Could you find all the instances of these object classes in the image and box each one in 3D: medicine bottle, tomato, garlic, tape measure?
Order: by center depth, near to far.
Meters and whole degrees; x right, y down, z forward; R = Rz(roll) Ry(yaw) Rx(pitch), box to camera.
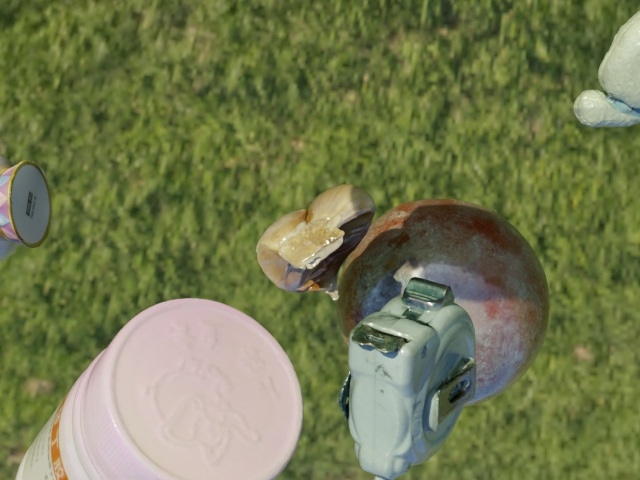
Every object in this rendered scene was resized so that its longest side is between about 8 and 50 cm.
[{"bbox_3d":[0.078,0.189,1.222,0.084,0.164,0.330,21,129,30],"label":"tape measure"},{"bbox_3d":[-0.168,0.209,1.376,0.202,0.202,0.316,21,143,-17],"label":"medicine bottle"},{"bbox_3d":[0.000,-0.002,1.820,0.174,0.124,0.099,-36,138,3],"label":"garlic"},{"bbox_3d":[0.178,0.094,2.045,0.316,0.282,0.317,7,117,14],"label":"tomato"}]

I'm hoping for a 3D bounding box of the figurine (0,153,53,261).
[{"bbox_3d":[-0.451,-0.038,1.613,0.263,0.142,0.189,-2,152,15],"label":"figurine"}]

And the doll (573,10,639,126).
[{"bbox_3d":[0.382,-0.210,1.612,0.103,0.071,0.214,34,105,-13],"label":"doll"}]
